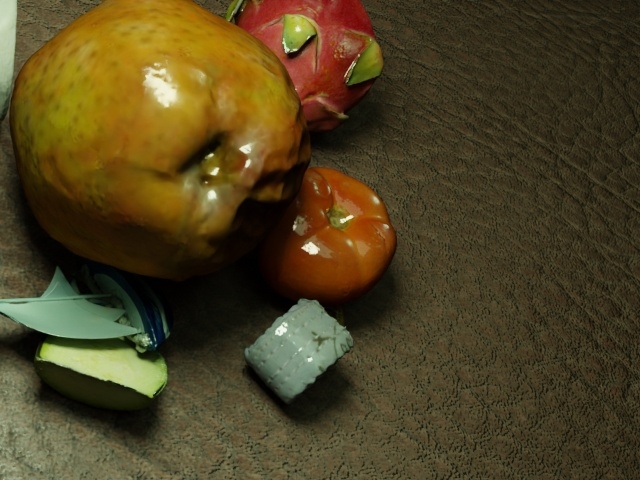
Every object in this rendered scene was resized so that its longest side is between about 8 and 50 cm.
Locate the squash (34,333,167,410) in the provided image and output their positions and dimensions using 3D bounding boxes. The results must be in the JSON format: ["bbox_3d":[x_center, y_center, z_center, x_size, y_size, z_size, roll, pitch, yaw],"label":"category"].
[{"bbox_3d":[-0.325,0.195,1.640,0.192,0.085,0.184,21,17,-6],"label":"squash"}]

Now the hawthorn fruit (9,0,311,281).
[{"bbox_3d":[-0.230,-0.137,1.669,0.472,0.472,0.471,15,51,-19],"label":"hawthorn fruit"}]

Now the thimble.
[{"bbox_3d":[-0.036,0.174,1.763,0.118,0.127,0.151,46,43,8],"label":"thimble"}]

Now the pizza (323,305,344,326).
[{"bbox_3d":[0.007,0.131,1.888,0.078,0.025,0.083,16,51,-18],"label":"pizza"}]

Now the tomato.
[{"bbox_3d":[0.004,0.002,1.878,0.260,0.180,0.259,13,54,-19],"label":"tomato"}]

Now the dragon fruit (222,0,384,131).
[{"bbox_3d":[-0.062,-0.323,2.009,0.305,0.305,0.226,49,44,11],"label":"dragon fruit"}]

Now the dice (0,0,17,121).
[{"bbox_3d":[-0.618,-0.329,1.750,0.259,0.243,0.251,5,54,-22],"label":"dice"}]

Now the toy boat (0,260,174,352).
[{"bbox_3d":[-0.361,0.086,1.661,0.292,0.070,0.210,12,23,-23],"label":"toy boat"}]
